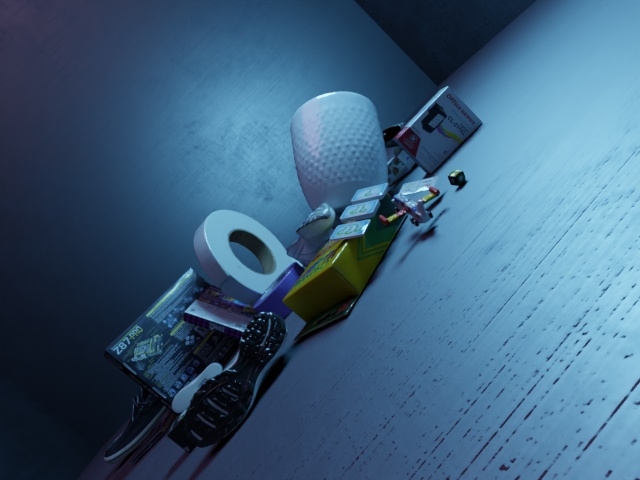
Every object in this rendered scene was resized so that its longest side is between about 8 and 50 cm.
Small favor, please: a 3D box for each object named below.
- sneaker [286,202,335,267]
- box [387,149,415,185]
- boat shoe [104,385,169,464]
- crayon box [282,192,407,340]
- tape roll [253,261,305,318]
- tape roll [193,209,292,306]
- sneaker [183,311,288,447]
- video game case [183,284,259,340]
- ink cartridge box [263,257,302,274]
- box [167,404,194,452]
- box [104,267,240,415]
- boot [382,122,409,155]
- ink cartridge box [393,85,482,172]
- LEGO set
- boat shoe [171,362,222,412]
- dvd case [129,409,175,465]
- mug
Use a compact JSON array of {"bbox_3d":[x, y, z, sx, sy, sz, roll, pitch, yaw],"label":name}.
[{"bbox_3d":[0.000,0.000,1.132,0.111,0.129,0.297,-46,-7,-24],"label":"sneaker"},{"bbox_3d":[0.216,-0.215,1.482,0.067,0.063,0.324,-49,6,-33],"label":"box"},{"bbox_3d":[-0.680,0.649,1.658,0.500,0.156,0.187,-50,8,-15],"label":"boat shoe"},{"bbox_3d":[0.044,0.049,0.874,0.202,0.081,0.318,-40,10,47],"label":"crayon box"},{"bbox_3d":[-0.109,0.157,1.238,0.189,0.080,0.189,-46,5,5],"label":"tape roll"},{"bbox_3d":[-0.256,0.058,1.446,0.072,0.392,0.392,-43,7,24],"label":"tape roll"},{"bbox_3d":[-0.151,0.272,0.802,0.271,0.100,0.108,-53,-16,-26],"label":"sneaker"},{"bbox_3d":[-0.303,0.239,1.379,0.210,0.232,0.042,-66,-7,-70],"label":"video game case"},{"bbox_3d":[-0.185,0.154,1.735,0.158,0.092,0.218,-51,5,-35],"label":"ink cartridge box"},{"bbox_3d":[-0.279,0.401,0.902,0.083,0.062,0.052,-47,7,-4],"label":"box"},{"bbox_3d":[-0.465,0.334,1.419,0.395,0.318,0.097,-53,6,-39],"label":"box"},{"bbox_3d":[0.265,-0.342,1.403,0.229,0.091,0.263,-17,-8,-30],"label":"boot"},{"bbox_3d":[0.293,-0.277,1.045,0.175,0.127,0.072,-46,7,10],"label":"ink cartridge box"},{"bbox_3d":[0.141,-0.083,0.784,0.244,0.060,0.182,-9,32,35],"label":"LEGO set"},{"bbox_3d":[-0.376,0.451,1.276,0.184,0.066,0.063,-51,-7,-13],"label":"boat shoe"},{"bbox_3d":[-0.552,0.644,1.425,0.164,0.018,0.221,-46,6,7],"label":"dvd case"},{"bbox_3d":[0.079,-0.201,1.268,0.276,0.328,0.374,-14,-23,13],"label":"mug"}]
